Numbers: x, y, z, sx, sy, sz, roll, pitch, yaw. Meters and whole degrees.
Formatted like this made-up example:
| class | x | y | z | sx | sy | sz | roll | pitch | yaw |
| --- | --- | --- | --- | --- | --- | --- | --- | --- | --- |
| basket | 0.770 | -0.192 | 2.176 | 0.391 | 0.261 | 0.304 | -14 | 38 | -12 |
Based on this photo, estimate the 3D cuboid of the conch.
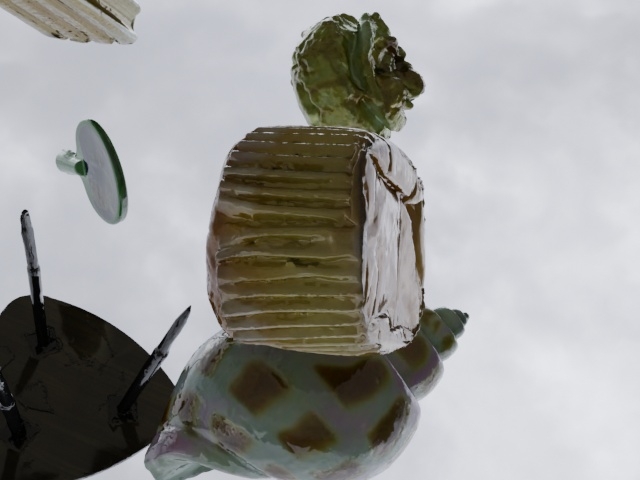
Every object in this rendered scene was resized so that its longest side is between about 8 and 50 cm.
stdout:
| class | x | y | z | sx | sy | sz | roll | pitch | yaw |
| --- | --- | --- | --- | --- | --- | --- | --- | --- | --- |
| conch | -0.009 | 0.167 | 1.007 | 0.367 | 0.249 | 0.197 | 0 | -90 | -18 |

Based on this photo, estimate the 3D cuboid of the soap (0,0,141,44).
| class | x | y | z | sx | sy | sz | roll | pitch | yaw |
| --- | --- | --- | --- | --- | --- | --- | --- | --- | --- |
| soap | -0.421 | -0.391 | 1.424 | 0.173 | 0.274 | 0.089 | 8 | -94 | 15 |

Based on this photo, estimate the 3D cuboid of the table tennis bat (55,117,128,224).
| class | x | y | z | sx | sy | sz | roll | pitch | yaw |
| --- | --- | --- | --- | --- | --- | --- | --- | --- | --- |
| table tennis bat | -0.350 | -0.109 | 1.370 | 0.039 | 0.161 | 0.257 | -18 | -161 | -28 |

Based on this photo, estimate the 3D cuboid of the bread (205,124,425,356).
| class | x | y | z | sx | sy | sz | roll | pitch | yaw |
| --- | --- | --- | --- | --- | --- | --- | --- | --- | --- |
| bread | 0.000 | 0.000 | 0.815 | 0.156 | 0.204 | 0.288 | 2 | -175 | 18 |

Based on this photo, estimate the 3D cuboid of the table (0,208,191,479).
| class | x | y | z | sx | sy | sz | roll | pitch | yaw |
| --- | --- | --- | --- | --- | --- | --- | --- | --- | --- |
| table | -0.345 | 0.155 | 1.191 | 0.317 | 0.249 | 0.317 | 10 | -132 | -12 |

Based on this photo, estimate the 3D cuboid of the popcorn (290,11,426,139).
| class | x | y | z | sx | sy | sz | roll | pitch | yaw |
| --- | --- | --- | --- | --- | --- | --- | --- | --- | --- |
| popcorn | 0.049 | -0.251 | 1.440 | 0.183 | 0.221 | 0.204 | -17 | -163 | 40 |
